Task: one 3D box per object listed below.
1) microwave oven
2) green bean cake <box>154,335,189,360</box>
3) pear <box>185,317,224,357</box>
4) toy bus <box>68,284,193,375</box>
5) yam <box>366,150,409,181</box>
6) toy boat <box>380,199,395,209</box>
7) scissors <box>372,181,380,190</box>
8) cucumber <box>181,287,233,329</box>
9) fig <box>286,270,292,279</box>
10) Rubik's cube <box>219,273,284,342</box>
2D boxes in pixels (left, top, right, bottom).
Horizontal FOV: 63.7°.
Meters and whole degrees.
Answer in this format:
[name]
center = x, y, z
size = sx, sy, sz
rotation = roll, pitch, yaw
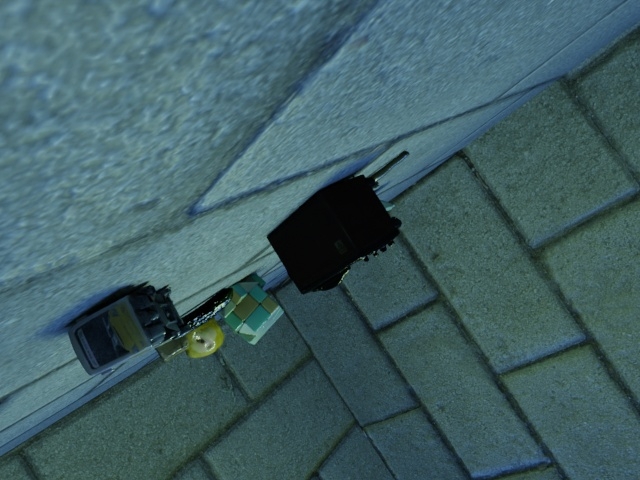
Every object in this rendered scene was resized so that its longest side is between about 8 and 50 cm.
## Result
[microwave oven]
center = 0.033, -0.007, 1.197
size = 0.178, 0.188, 0.247
rotation = -32, 176, -44
[green bean cake]
center = -0.417, 0.263, 1.400
size = 0.085, 0.109, 0.179
rotation = -33, 177, -21
[pear]
center = -0.462, 0.365, 1.974
size = 0.178, 0.178, 0.178
rotation = -34, 177, -2
[toy bus]
center = -0.317, 0.151, 0.907
size = 0.138, 0.097, 0.342
rotation = -27, 177, -6
[yam]
center = 0.140, -0.167, 1.389
size = 0.234, 0.029, 0.027
rotation = -36, -157, 15
[toy boat]
center = 0.144, -0.084, 1.986
size = 0.290, 0.100, 0.199
rotation = -35, 176, 7
[scissors]
center = 0.114, -0.137, 1.526
size = 0.204, 0.027, 0.101
rotation = -28, 175, -46
[cucumber]
center = -0.392, 0.243, 1.747
size = 0.245, 0.067, 0.067
rotation = -32, 177, -8
[fig]
center = -0.037, 0.110, 2.247
size = 0.234, 0.215, 0.235
rotation = -14, -166, 4
[Rubik's cube]
center = -0.270, 0.250, 1.945
size = 0.224, 0.213, 0.265
rotation = -48, 168, -11
